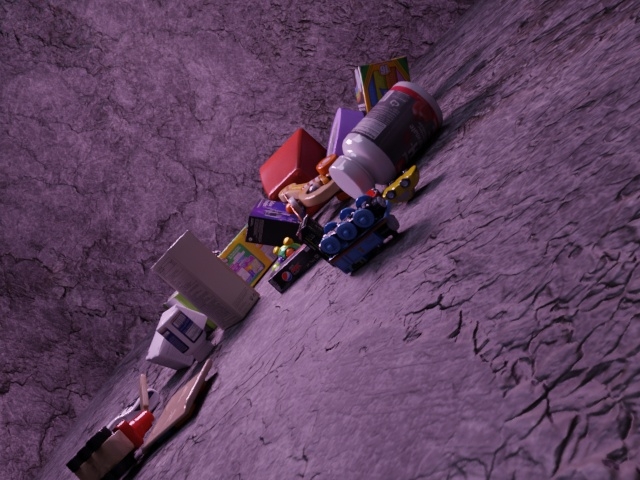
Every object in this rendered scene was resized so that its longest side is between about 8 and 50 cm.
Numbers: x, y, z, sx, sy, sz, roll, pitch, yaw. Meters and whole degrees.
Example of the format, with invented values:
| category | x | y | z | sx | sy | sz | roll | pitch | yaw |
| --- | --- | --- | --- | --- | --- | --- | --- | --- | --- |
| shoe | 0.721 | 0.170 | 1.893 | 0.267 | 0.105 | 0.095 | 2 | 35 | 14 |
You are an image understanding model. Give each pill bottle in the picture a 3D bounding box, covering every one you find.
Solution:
| category | x | y | z | sx | sy | sz | roll | pitch | yaw |
| --- | --- | --- | --- | --- | --- | --- | --- | --- | --- |
| pill bottle | -0.416 | 0.298 | 1.623 | 0.094 | 0.169 | 0.094 | -43 | 11 | 10 |
| pill bottle | 0.173 | -0.266 | 1.430 | 0.318 | 0.176 | 0.176 | -48 | 11 | -11 |

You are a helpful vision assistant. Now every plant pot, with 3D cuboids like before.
| category | x | y | z | sx | sy | sz | roll | pitch | yaw |
| --- | --- | --- | --- | --- | --- | --- | --- | --- | --- |
| plant pot | -0.075 | -0.231 | 2.074 | 0.267 | 0.267 | 0.236 | -41 | 24 | 25 |

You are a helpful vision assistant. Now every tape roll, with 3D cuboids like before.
| category | x | y | z | sx | sy | sz | roll | pitch | yaw |
| --- | --- | --- | --- | --- | --- | --- | --- | --- | --- |
| tape roll | 0.082 | -0.337 | 1.902 | 0.275 | 0.090 | 0.275 | -170 | 90 | -85 |

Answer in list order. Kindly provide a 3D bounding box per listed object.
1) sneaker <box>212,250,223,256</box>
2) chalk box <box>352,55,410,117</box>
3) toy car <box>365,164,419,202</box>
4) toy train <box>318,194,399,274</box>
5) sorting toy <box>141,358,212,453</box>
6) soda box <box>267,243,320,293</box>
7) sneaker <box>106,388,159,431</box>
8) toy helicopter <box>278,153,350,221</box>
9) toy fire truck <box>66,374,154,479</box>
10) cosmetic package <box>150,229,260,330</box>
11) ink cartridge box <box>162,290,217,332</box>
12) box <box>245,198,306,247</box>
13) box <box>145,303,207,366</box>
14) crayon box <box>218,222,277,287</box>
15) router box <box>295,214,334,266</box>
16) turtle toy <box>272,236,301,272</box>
| category | x | y | z | sx | sy | sz | roll | pitch | yaw |
| --- | --- | --- | --- | --- | --- | --- | --- | --- | --- |
| sneaker | -0.395 | 0.122 | 2.064 | 0.110 | 0.118 | 0.292 | -10 | 23 | -36 |
| chalk box | 0.235 | -0.497 | 1.897 | 0.179 | 0.289 | 0.180 | -13 | 14 | -2 |
| toy car | 0.121 | -0.056 | 1.197 | 0.225 | 0.053 | 0.239 | -52 | 12 | -25 |
| toy train | 0.079 | -0.015 | 1.065 | 0.184 | 0.105 | 0.080 | -40 | 22 | 32 |
| sorting toy | -0.352 | 0.419 | 1.319 | 0.208 | 0.038 | 0.193 | -47 | 10 | 20 |
| soda box | -0.069 | 0.069 | 1.455 | 0.169 | 0.053 | 0.060 | -42 | 12 | 18 |
| sneaker | -0.594 | 0.562 | 1.612 | 0.121 | 0.079 | 0.217 | -40 | 4 | 44 |
| toy helicopter | -0.053 | -0.158 | 1.786 | 0.235 | 0.140 | 0.355 | -46 | 23 | -22 |
| toy fire truck | -0.515 | 0.498 | 1.362 | 0.217 | 0.158 | 0.246 | -45 | -3 | 33 |
| cosmetic package | -0.362 | 0.131 | 1.648 | 0.160 | 0.309 | 0.113 | -33 | 16 | 47 |
| ink cartridge box | -0.473 | 0.250 | 1.949 | 0.097 | 0.189 | 0.255 | -52 | 13 | -28 |
| box | -0.149 | -0.061 | 1.833 | 0.261 | 0.184 | 0.103 | -87 | 9 | -73 |
| box | -0.490 | 0.332 | 1.775 | 0.181 | 0.119 | 0.182 | -29 | 41 | 55 |
| crayon box | -0.292 | 0.090 | 1.901 | 0.278 | 0.165 | 0.081 | -51 | 9 | -26 |
| router box | 0.000 | 0.000 | 1.262 | 0.038 | 0.122 | 0.092 | -47 | 10 | 17 |
| turtle toy | -0.092 | 0.056 | 1.526 | 0.130 | 0.095 | 0.066 | -41 | 33 | 30 |
